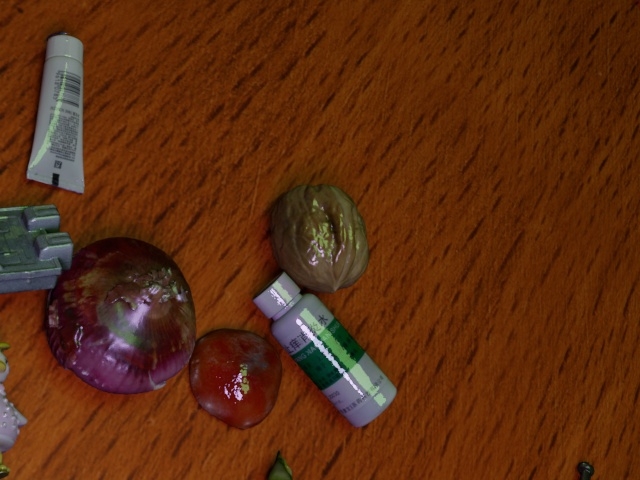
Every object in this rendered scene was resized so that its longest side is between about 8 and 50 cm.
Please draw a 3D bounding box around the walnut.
[{"bbox_3d":[0.000,0.000,1.846,0.155,0.155,0.184,1,65,-35],"label":"walnut"}]

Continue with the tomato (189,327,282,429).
[{"bbox_3d":[-0.116,0.191,1.716,0.155,0.069,0.155,17,57,-27],"label":"tomato"}]

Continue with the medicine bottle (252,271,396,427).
[{"bbox_3d":[0.003,0.166,1.801,0.260,0.095,0.095,48,48,-3],"label":"medicine bottle"}]

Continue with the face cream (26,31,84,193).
[{"bbox_3d":[-0.387,-0.192,1.742,0.092,0.058,0.244,16,63,-36],"label":"face cream"}]

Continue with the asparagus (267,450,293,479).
[{"bbox_3d":[-0.066,0.453,1.609,0.085,0.082,0.343,8,53,9],"label":"asparagus"}]

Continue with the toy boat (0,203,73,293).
[{"bbox_3d":[-0.489,0.012,1.514,0.319,0.092,0.141,-6,42,-29],"label":"toy boat"}]

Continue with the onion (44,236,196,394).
[{"bbox_3d":[-0.261,0.096,1.602,0.230,0.163,0.230,11,68,-29],"label":"onion"}]

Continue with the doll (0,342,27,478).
[{"bbox_3d":[-0.426,0.202,1.480,0.129,0.081,0.207,24,50,-47],"label":"doll"}]

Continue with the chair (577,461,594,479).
[{"bbox_3d":[0.569,0.587,1.826,0.364,0.362,0.410,44,54,-9],"label":"chair"}]
